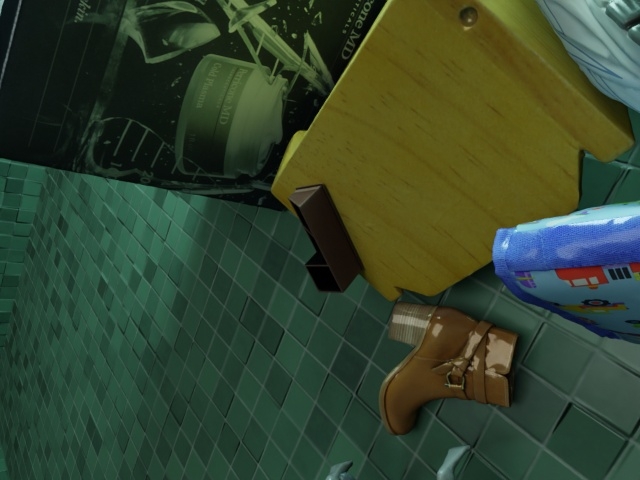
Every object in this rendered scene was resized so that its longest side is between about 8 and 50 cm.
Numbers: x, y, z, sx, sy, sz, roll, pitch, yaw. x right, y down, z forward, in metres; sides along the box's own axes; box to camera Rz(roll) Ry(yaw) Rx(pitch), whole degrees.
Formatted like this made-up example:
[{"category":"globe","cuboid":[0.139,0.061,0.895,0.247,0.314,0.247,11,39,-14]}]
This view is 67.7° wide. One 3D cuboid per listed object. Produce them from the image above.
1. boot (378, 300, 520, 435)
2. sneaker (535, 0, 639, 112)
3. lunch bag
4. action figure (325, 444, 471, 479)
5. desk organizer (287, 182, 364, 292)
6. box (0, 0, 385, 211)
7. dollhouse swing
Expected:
[{"category":"boot","cuboid":[0.156,0.178,0.588,0.152,0.073,0.197,12,111,28]},{"category":"sneaker","cuboid":[0.199,-0.171,0.337,0.111,0.129,0.297,-25,55,16]},{"category":"lunch bag","cuboid":[0.276,0.015,0.327,0.221,0.293,0.138,-9,79,44]},{"category":"action figure","cuboid":[0.070,0.424,0.528,0.341,0.178,0.330,-22,66,26]},{"category":"desk organizer","cuboid":[0.000,0.000,0.589,0.047,0.050,0.130,-4,123,43]},{"category":"box","cuboid":[-0.206,-0.343,0.727,0.297,0.472,0.480,43,114,38]},{"category":"dollhouse swing","cuboid":[0.145,-0.171,0.591,0.315,0.305,0.347,43,140,0]}]
